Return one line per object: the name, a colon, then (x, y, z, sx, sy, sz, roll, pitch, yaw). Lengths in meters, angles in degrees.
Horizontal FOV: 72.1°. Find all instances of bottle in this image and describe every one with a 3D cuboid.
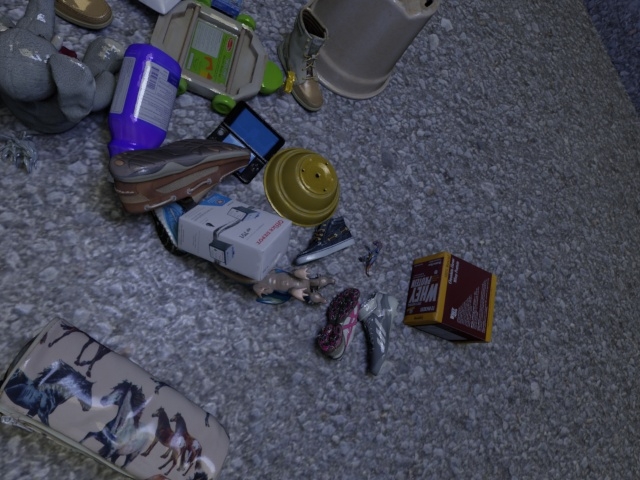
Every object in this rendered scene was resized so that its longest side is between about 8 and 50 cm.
bottle: (-0.372, -0.249, 0.908, 0.118, 0.092, 0.282, 15, 88, -68)

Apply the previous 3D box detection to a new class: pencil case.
pencil case: (-0.345, 0.319, 0.764, 0.410, 0.160, 0.183, 40, 46, -14)

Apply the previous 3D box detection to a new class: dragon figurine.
dragon figurine: (-0.101, 0.099, 0.997, 0.289, 0.144, 0.085, 6, 75, -7)

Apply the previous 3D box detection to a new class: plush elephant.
plush elephant: (-0.512, -0.316, 0.787, 0.272, 0.255, 0.330, 13, 71, -25)

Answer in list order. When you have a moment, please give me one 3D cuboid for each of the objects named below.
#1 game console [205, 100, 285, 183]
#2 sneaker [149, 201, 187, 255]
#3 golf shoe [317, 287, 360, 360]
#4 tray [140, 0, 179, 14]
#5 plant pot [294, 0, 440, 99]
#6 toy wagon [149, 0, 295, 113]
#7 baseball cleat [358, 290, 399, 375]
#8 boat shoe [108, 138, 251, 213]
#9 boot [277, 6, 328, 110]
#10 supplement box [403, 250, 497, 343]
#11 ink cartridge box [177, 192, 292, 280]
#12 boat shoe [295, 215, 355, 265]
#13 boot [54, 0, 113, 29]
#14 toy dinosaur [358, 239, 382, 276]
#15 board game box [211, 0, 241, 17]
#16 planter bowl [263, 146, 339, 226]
game console: (-0.181, -0.230, 1.040, 0.144, 0.085, 0.124, 42, 61, -14)
sneaker: (-0.312, -0.046, 0.937, 0.073, 0.063, 0.162, -21, 88, -34)
golf shoe: (0.054, 0.202, 1.075, 0.186, 0.067, 0.086, -62, 139, -30)
tray: (-0.434, -0.640, 1.011, 0.270, 0.030, 0.145, 32, 63, -3)
plant pot: (0.142, -0.604, 1.185, 0.334, 0.305, 0.333, 7, 74, -27)
toy wagon: (-0.231, -0.440, 1.081, 0.344, 0.068, 0.267, 18, 70, -24)
baseball cleat: (0.131, 0.230, 1.109, 0.109, 0.072, 0.206, 20, 65, -5)
boat shoe: (-0.280, -0.138, 0.918, 0.324, 0.123, 0.116, -24, 129, -46)
boot: (-0.028, -0.462, 1.136, 0.077, 0.165, 0.213, -22, 86, -30)
supplement box: (0.355, 0.160, 1.200, 0.194, 0.129, 0.191, 23, 67, -22)
ink cartridge box: (-0.175, -0.012, 0.916, 0.191, 0.082, 0.139, 19, 33, 12)
boat shoe: (0.000, 0.000, 1.095, 0.183, 0.065, 0.083, -22, 86, -37)
boot: (-0.534, -0.570, 0.871, 0.262, 0.203, 0.095, 39, 63, -12)
toy dinosaur: (0.139, 0.037, 1.182, 0.082, 0.047, 0.090, -27, 124, -39)
board game box: (-0.248, -0.619, 1.127, 0.090, 0.020, 0.090, 18, 45, -23)
planter bowl: (-0.025, -0.148, 1.101, 0.217, 0.090, 0.217, 7, 74, -26)
